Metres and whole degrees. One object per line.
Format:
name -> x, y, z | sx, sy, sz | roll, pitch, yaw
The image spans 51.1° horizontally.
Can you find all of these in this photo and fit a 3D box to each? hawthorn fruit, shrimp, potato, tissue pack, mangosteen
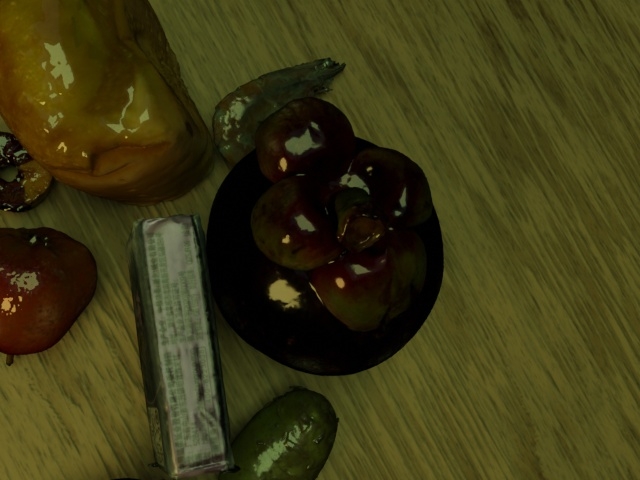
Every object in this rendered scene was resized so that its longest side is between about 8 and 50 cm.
hawthorn fruit -> -0.453, 0.091, 1.016 | 0.196, 0.196, 0.226 | 17, 101, -9
shrimp -> -0.057, -0.232, 1.215 | 0.316, 0.062, 0.164 | -36, 116, -27
potato -> -0.071, 0.350, 1.076 | 0.149, 0.113, 0.251 | 37, 86, -17
tissue pack -> -0.214, 0.158, 1.003 | 0.122, 0.259, 0.362 | -6, 79, -18
mangosteen -> 0.000, 0.000, 0.993 | 0.381, 0.435, 0.382 | -2, 70, 6

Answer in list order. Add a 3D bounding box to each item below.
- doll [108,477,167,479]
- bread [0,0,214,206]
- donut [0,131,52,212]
doll -> -0.276, 0.467, 0.883 | 0.240, 0.284, 0.310 | 36, 70, -5
bread -> -0.343, -0.233, 0.998 | 0.250, 0.394, 0.361 | -23, 88, -1
donut -> -0.507, -0.107, 1.088 | 0.140, 0.059, 0.141 | 2, 79, -12
